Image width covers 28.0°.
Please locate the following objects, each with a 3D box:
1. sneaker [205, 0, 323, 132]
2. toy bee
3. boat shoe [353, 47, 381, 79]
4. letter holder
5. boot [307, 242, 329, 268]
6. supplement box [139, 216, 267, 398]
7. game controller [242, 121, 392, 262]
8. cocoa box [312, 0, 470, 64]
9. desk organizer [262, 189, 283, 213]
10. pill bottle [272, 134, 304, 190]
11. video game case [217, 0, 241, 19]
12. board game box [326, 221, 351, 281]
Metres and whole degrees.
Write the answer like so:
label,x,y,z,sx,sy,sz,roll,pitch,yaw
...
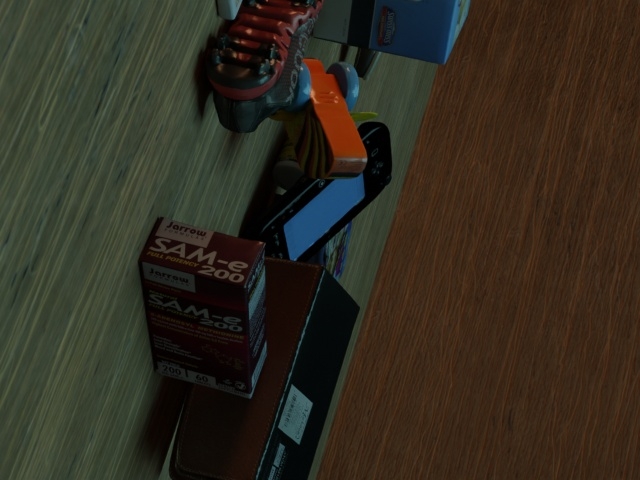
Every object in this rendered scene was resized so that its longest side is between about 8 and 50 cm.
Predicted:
label,x,y,z,sx,sy,sz,roll,pitch,yaw
sneaker,-0.065,-0.234,1.583,0.135,0.097,0.276,94,15,-45
toy bee,-0.014,-0.196,1.775,0.162,0.195,0.298,132,-30,-53
boat shoe,0.110,-0.468,2.388,0.112,0.095,0.335,-84,-165,-86
letter holder,-0.107,0.182,1.720,0.152,0.214,0.302,50,54,-58
boot,-0.036,0.063,2.253,0.069,0.086,0.190,-64,165,-54
supplement box,-0.134,0.084,1.528,0.239,0.130,0.073,91,16,-51
game controller,-0.002,-0.053,2.002,0.319,0.067,0.166,-43,159,-23
cocoa box,0.140,-0.495,2.040,0.231,0.228,0.347,-64,164,-55
desk organizer,-0.060,-0.029,2.080,0.130,0.050,0.047,82,23,-67
pill bottle,-0.031,-0.137,2.047,0.065,0.065,0.116,94,13,-48
video game case,-0.083,-0.387,1.475,0.183,0.023,0.201,88,18,-61
board game box,0.000,0.000,2.447,0.318,0.066,0.318,-64,165,-54
